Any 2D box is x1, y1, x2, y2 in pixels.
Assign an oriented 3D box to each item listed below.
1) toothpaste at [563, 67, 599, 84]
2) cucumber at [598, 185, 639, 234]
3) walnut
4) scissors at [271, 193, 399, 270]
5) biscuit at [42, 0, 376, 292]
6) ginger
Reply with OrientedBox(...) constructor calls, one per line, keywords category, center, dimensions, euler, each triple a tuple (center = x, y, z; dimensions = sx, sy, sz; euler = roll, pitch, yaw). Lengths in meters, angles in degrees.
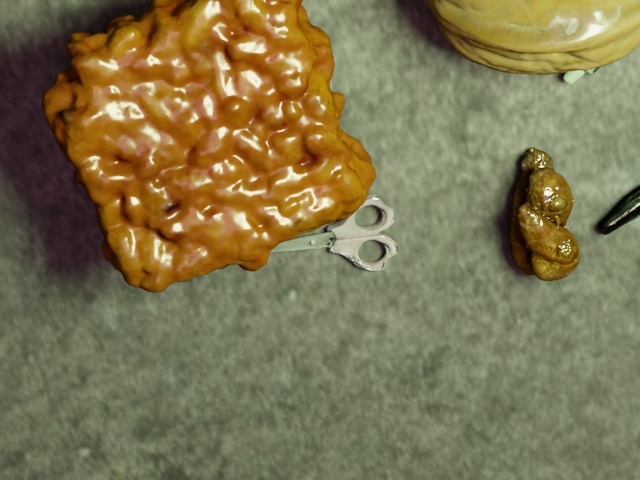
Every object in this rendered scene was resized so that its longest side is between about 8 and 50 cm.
OrientedBox(category="toothpaste", center=(0.357, -0.255, 1.491), dimensions=(0.204, 0.031, 0.049), euler=(-44, 108, 9))
OrientedBox(category="cucumber", center=(0.393, -0.052, 1.570), dimensions=(0.135, 0.033, 0.034), euler=(-28, 72, 6))
OrientedBox(category="walnut", center=(0.237, -0.281, 1.378), dimensions=(0.261, 0.225, 0.224), euler=(-9, 111, 5))
OrientedBox(category="scissors", center=(0.000, 0.000, 1.569), dimensions=(0.189, 0.015, 0.100), euler=(-8, 114, 0))
OrientedBox(category="biscuit", center=(-0.119, -0.115, 1.393), dimensions=(0.318, 0.110, 0.312), euler=(-21, 115, -2))
OrientedBox(category="ginger", center=(0.259, -0.022, 1.533), dimensions=(0.073, 0.103, 0.162), euler=(-10, 110, -11))
